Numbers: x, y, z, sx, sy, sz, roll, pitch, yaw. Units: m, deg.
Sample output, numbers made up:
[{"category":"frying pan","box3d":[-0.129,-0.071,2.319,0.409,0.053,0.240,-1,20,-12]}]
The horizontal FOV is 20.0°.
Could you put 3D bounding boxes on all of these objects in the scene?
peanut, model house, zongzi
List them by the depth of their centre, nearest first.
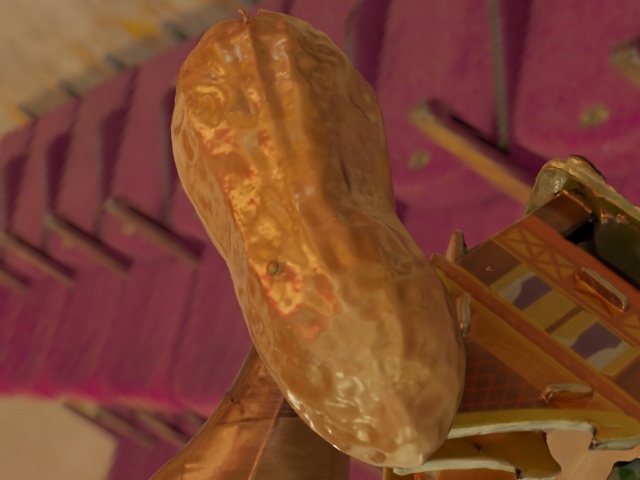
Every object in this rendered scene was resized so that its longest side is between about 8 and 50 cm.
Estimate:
[{"category":"peanut","box3d":[0.000,0.000,1.135,0.313,0.149,0.149,64,-179,26]},{"category":"model house","box3d":[0.188,0.166,1.312,0.357,0.313,0.242,39,140,22]},{"category":"zongzi","box3d":[-0.125,0.219,1.927,0.317,0.289,0.154,2,175,3]}]
